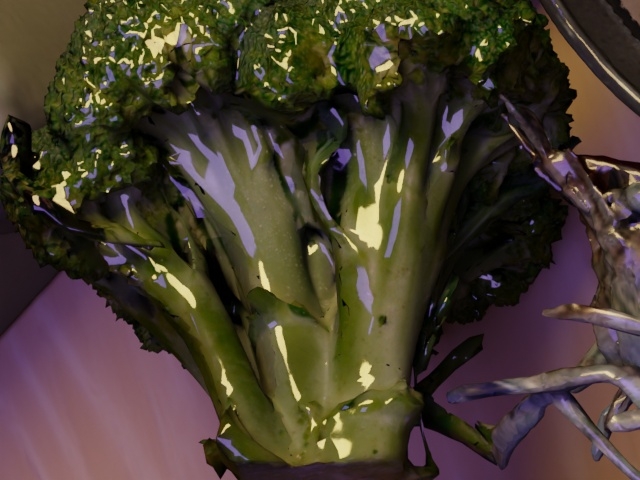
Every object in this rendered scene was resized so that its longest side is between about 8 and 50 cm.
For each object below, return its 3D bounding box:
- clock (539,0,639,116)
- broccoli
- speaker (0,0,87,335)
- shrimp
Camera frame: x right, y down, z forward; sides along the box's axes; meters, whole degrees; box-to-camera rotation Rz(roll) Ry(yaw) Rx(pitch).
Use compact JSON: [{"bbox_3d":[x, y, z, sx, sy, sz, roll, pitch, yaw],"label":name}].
[{"bbox_3d":[0.213,-0.196,0.669,0.386,0.076,0.386,31,133,39],"label":"clock"},{"bbox_3d":[0.000,0.000,0.840,0.303,0.321,0.283,-20,55,19],"label":"broccoli"},{"bbox_3d":[-0.282,-0.008,1.024,0.406,0.184,0.183,-45,80,25],"label":"speaker"},{"bbox_3d":[0.220,0.099,0.710,0.410,0.221,0.166,31,98,5],"label":"shrimp"}]
